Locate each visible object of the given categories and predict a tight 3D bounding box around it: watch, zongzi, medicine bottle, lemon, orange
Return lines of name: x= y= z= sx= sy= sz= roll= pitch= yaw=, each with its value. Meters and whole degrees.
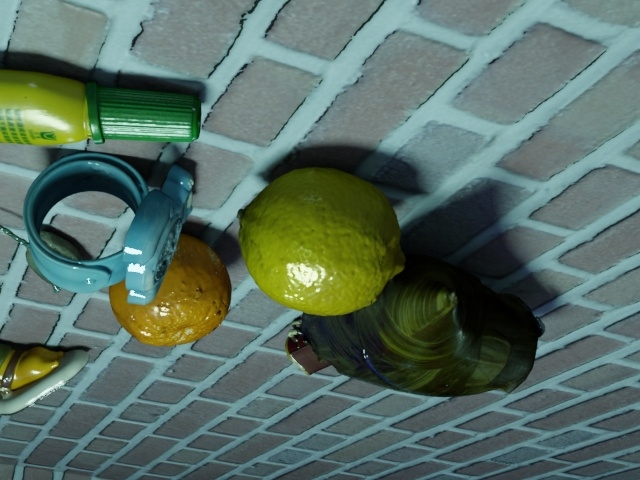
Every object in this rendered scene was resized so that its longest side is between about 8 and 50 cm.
watch: x=-0.285 y=-0.026 z=1.300 sx=0.193 sy=0.211 sz=0.211 roll=20 pitch=154 yaw=0
zongzi: x=0.223 y=0.130 z=1.430 sx=0.403 sy=0.208 sz=0.432 roll=16 pitch=168 yaw=-23
medicine bottle: x=-0.291 y=-0.148 z=1.135 sx=0.308 sy=0.076 sz=0.111 roll=5 pitch=157 yaw=-1
lemon: x=0.000 y=0.000 z=1.278 sx=0.231 sy=0.192 sz=0.192 roll=17 pitch=154 yaw=2
orange: x=-0.229 y=0.071 z=1.498 sx=0.193 sy=0.161 sz=0.193 roll=-7 pitch=150 yaw=-4

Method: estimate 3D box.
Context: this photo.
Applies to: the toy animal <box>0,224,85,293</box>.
toy animal: x=-0.445 y=0.009 z=1.505 sx=0.079 sy=0.070 sz=0.253 roll=-27 pitch=141 yaw=21

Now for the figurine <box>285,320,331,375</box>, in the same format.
figurine: x=-0.022 y=0.187 z=1.816 sx=0.098 sy=0.082 sz=0.154 roll=31 pitch=146 yaw=-21

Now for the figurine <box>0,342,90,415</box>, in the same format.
figurine: x=-0.611 y=0.246 z=2.013 sx=0.250 sy=0.166 sz=0.141 roll=-28 pitch=108 yaw=9
